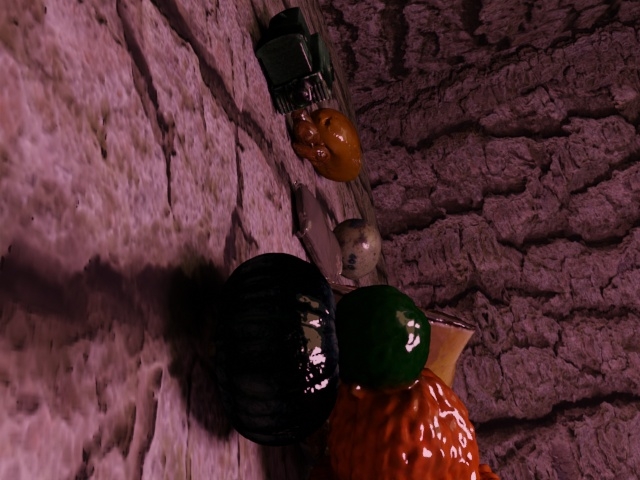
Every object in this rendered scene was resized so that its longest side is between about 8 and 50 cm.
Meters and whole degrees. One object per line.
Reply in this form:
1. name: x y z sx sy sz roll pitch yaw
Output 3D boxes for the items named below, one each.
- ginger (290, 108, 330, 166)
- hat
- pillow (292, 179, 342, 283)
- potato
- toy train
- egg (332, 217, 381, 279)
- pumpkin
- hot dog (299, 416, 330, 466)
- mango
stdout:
1. ginger: -0.032 -0.241 1.244 0.162 0.073 0.103 57 8 -43
2. hat: 0.095 0.265 0.673 0.285 0.284 0.401 36 46 -73
3. pillow: 0.000 0.000 1.137 0.255 0.059 0.169 65 18 -48
4. potato: 0.092 0.237 0.871 0.397 0.289 0.296 17 87 -62
5. toy train: -0.057 -0.433 1.192 0.331 0.138 0.178 -91 159 -51
6. egg: 0.087 0.026 1.332 0.141 0.141 0.182 -92 -179 -46
7. pumpkin: -0.050 0.114 0.544 0.202 0.140 0.202 175 -90 -88
8. hot dog: -0.014 0.259 0.760 0.099 0.053 0.192 -89 165 -71
9. mango: 0.041 -0.258 1.407 0.156 0.151 0.249 40 -14 43
